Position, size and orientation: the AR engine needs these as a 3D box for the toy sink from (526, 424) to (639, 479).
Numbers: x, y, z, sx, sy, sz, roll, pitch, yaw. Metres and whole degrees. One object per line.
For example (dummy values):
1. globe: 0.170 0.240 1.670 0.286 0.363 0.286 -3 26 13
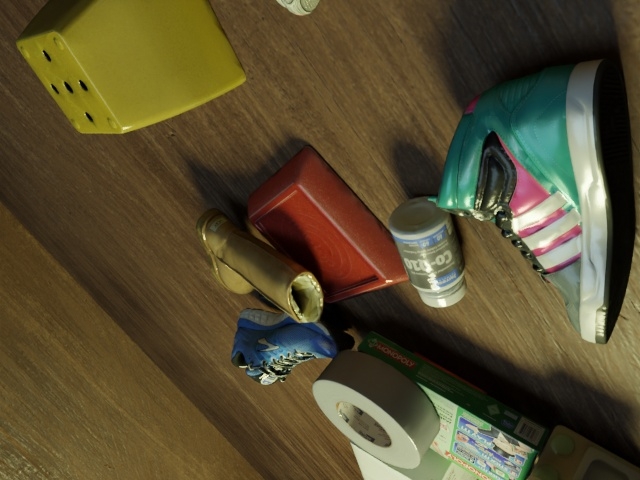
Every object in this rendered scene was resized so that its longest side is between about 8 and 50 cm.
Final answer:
1. toy sink: 0.397 0.388 0.927 0.152 0.131 0.234 26 152 28

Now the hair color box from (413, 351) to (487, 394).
1. hair color box: 0.215 0.261 1.070 0.141 0.043 0.072 28 148 26

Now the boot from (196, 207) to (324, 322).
1. boot: -0.100 0.076 1.102 0.269 0.089 0.236 32 160 37

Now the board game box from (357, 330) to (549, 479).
1. board game box: 0.208 0.298 1.035 0.317 0.046 0.214 27 147 26

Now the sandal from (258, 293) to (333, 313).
1. sandal: -0.046 0.115 1.203 0.179 0.040 0.067 -1 150 39

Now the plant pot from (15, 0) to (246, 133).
1. plant pot: -0.269 -0.255 0.825 0.212 0.187 0.212 10 138 44

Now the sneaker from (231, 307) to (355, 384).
1. sneaker: -0.064 0.223 1.217 0.129 0.147 0.330 33 154 -33

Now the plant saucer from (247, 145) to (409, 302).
1. plant saucer: 0.000 0.000 0.983 0.258 0.048 0.259 47 152 -8

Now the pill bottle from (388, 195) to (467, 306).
1. pill bottle: 0.144 0.018 0.794 0.078 0.078 0.137 12 140 42

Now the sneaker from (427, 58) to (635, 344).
1. sneaker: 0.203 -0.028 0.608 0.178 0.124 0.296 8 129 39

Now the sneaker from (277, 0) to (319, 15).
1. sneaker: 0.017 -0.279 0.544 0.092 0.088 0.225 42 152 -1

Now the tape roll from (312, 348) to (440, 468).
1. tape roll: 0.093 0.288 1.042 0.219 0.072 0.219 30 147 21

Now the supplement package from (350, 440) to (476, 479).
1. supplement package: 0.193 0.442 1.230 0.194 0.149 0.203 21 145 34

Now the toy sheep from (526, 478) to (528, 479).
1. toy sheep: 0.391 0.475 1.104 0.132 0.091 0.091 18 145 14
